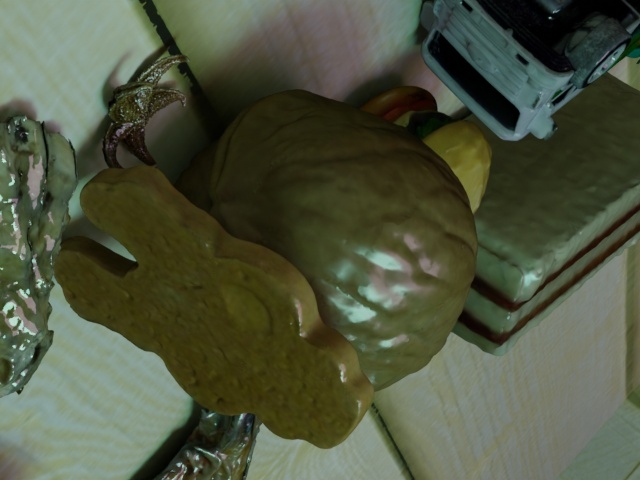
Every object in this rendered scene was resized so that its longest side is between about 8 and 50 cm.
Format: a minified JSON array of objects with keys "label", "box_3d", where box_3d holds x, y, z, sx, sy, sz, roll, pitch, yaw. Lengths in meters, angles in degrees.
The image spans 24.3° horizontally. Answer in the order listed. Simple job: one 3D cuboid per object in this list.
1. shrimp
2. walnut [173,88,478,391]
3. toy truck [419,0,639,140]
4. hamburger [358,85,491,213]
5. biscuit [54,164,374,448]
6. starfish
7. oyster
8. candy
[{"label":"shrimp","box_3d":[-0.130,0.232,1.382,0.164,0.062,0.317,-21,146,-45]},{"label":"walnut","box_3d":[0.000,0.000,1.071,0.228,0.228,0.228,-40,155,-23]},{"label":"toy truck","box_3d":[0.244,-0.227,1.246,0.363,0.176,0.178,-37,166,-32]},{"label":"hamburger","box_3d":[0.067,-0.049,1.246,0.162,0.115,0.162,-38,152,-24]},{"label":"biscuit","box_3d":[-0.069,0.049,0.981,0.040,0.236,0.144,-52,175,-43]},{"label":"starfish","box_3d":[-0.115,-0.085,0.970,0.091,0.028,0.078,-58,162,11]},{"label":"oyster","box_3d":[-0.196,0.020,0.925,0.133,0.072,0.209,-14,136,-59]},{"label":"candy","box_3d":[0.206,-0.044,1.429,0.320,0.179,0.135,-35,153,-33]}]
